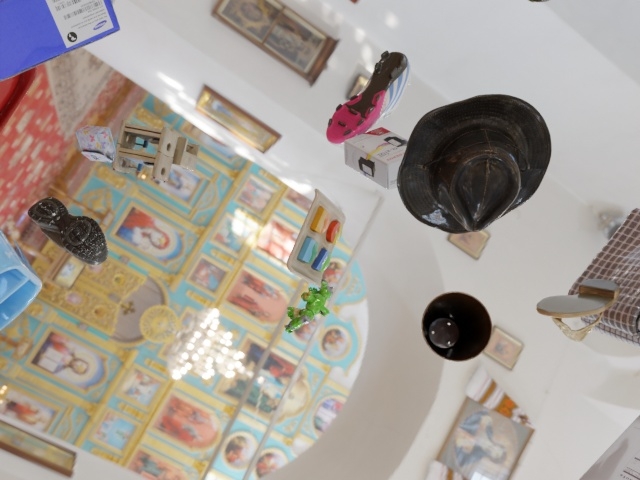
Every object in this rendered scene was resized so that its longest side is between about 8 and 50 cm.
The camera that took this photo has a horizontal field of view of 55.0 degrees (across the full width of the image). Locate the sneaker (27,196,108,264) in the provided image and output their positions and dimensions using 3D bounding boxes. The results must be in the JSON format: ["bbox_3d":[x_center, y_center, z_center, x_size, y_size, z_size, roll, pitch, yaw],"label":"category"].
[{"bbox_3d":[-0.671,-0.010,1.680,0.109,0.286,0.130,-42,150,-26],"label":"sneaker"}]

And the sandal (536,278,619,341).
[{"bbox_3d":[0.435,0.128,1.021,0.088,0.240,0.079,11,-73,42],"label":"sandal"}]

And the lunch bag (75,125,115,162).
[{"bbox_3d":[-0.523,-0.222,1.438,0.053,0.071,0.083,-52,145,-47],"label":"lunch bag"}]

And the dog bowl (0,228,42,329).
[{"bbox_3d":[-0.451,0.066,0.795,0.166,0.074,0.297,-46,-178,-20],"label":"dog bowl"}]

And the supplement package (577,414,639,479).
[{"bbox_3d":[0.503,0.405,0.953,0.244,0.139,0.134,-26,-151,-31],"label":"supplement package"}]

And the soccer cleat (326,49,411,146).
[{"bbox_3d":[0.146,-0.359,1.664,0.116,0.143,0.331,30,-104,31],"label":"soccer cleat"}]

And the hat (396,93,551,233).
[{"bbox_3d":[0.309,-0.110,1.197,0.331,0.331,0.134,-47,-151,31],"label":"hat"}]

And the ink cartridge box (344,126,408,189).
[{"bbox_3d":[0.161,-0.208,1.531,0.127,0.072,0.175,-24,-141,-26],"label":"ink cartridge box"}]

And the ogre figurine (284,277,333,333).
[{"bbox_3d":[-0.024,0.193,1.849,0.197,0.096,0.118,-30,-176,-25],"label":"ogre figurine"}]

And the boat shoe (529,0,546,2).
[{"bbox_3d":[0.373,-0.552,1.195,0.069,0.228,0.081,-37,170,-44],"label":"boat shoe"}]

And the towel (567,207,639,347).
[{"bbox_3d":[0.644,0.065,1.207,0.283,0.121,0.235,-50,-171,-3],"label":"towel"}]

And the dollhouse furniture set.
[{"bbox_3d":[-0.423,-0.217,1.595,0.184,0.129,0.128,18,85,-74],"label":"dollhouse furniture set"}]

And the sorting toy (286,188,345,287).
[{"bbox_3d":[0.000,0.000,1.494,0.193,0.038,0.208,36,71,-62],"label":"sorting toy"}]

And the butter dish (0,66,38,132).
[{"bbox_3d":[-0.554,-0.252,0.943,0.160,0.160,0.118,-60,173,-6],"label":"butter dish"}]

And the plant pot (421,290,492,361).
[{"bbox_3d":[0.418,0.287,1.982,0.215,0.215,0.230,-60,172,-11],"label":"plant pot"}]

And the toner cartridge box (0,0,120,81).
[{"bbox_3d":[-0.406,-0.289,0.746,0.165,0.075,0.348,-35,-135,-28],"label":"toner cartridge box"}]

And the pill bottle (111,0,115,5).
[{"bbox_3d":[-0.489,-0.514,1.315,0.067,0.067,0.120,-47,-160,31],"label":"pill bottle"}]
